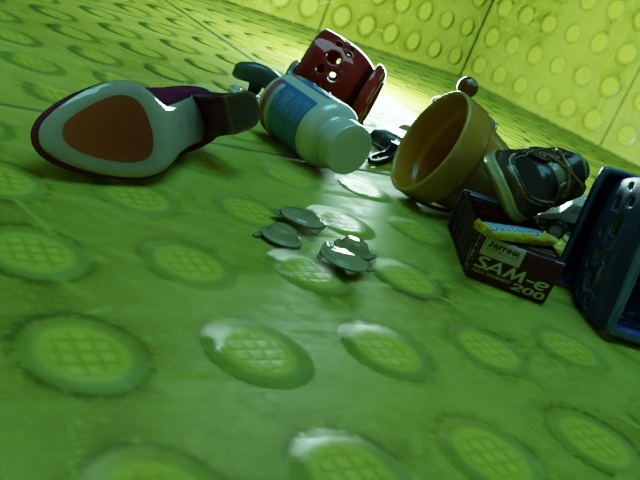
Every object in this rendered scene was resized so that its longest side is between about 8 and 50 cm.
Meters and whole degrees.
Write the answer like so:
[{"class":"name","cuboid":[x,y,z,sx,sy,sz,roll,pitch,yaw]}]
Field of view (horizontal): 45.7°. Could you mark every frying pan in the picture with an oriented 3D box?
[{"class":"frying pan","cuboid":[0.155,-0.211,1.664,0.326,0.053,0.197,4,26,-48]}]

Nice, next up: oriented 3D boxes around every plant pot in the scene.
[{"class":"plant pot","cuboid":[0.264,-0.134,1.377,0.188,0.205,0.205,31,15,-22]},{"class":"plant pot","cuboid":[0.040,-0.343,1.678,0.174,0.191,0.191,29,20,2]},{"class":"plant pot","cuboid":[0.510,0.025,1.154,0.236,0.236,0.212,15,13,-17]}]

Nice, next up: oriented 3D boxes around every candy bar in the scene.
[{"class":"candy bar","cuboid":[0.283,-0.009,1.088,0.161,0.018,0.040,7,24,-35]}]

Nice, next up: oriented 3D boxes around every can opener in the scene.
[{"class":"can opener","cuboid":[-0.050,-0.279,1.545,0.283,0.095,0.076,19,20,-7]}]

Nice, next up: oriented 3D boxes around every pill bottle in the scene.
[{"class":"pill bottle","cuboid":[-0.010,-0.203,1.347,0.124,0.124,0.221,6,26,-38]}]

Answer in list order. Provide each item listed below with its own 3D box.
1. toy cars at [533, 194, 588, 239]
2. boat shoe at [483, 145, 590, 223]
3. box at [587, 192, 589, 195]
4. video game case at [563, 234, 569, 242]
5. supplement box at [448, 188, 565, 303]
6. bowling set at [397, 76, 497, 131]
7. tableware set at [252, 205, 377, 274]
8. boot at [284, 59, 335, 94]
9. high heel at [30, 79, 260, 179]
[{"class":"toy cars","cuboid":[0.424,-0.087,1.455,0.176,0.087,0.394,-11,27,-33]},{"class":"boat shoe","cuboid":[0.360,-0.106,1.208,0.342,0.123,0.123,-3,69,-60]},{"class":"box","cuboid":[0.734,-0.075,1.780,0.158,0.093,0.156,8,27,-36]},{"class":"video game case","cuboid":[0.626,0.044,1.463,0.270,0.061,0.244,18,21,-12]},{"class":"supplement box","cuboid":[0.283,0.002,1.192,0.130,0.073,0.239,20,19,-3]},{"class":"bowling set","cuboid":[0.351,-0.296,1.879,0.287,0.200,0.154,2,29,-36]},{"class":"tableware set","cuboid":[0.000,0.000,0.979,0.169,0.020,0.141,27,19,13]},{"class":"boot","cuboid":[0.010,-0.369,1.863,0.179,0.085,0.236,27,20,8]},{"class":"high heel","cuboid":[-0.261,-0.148,1.031,0.181,0.127,0.377,0,9,35]}]
